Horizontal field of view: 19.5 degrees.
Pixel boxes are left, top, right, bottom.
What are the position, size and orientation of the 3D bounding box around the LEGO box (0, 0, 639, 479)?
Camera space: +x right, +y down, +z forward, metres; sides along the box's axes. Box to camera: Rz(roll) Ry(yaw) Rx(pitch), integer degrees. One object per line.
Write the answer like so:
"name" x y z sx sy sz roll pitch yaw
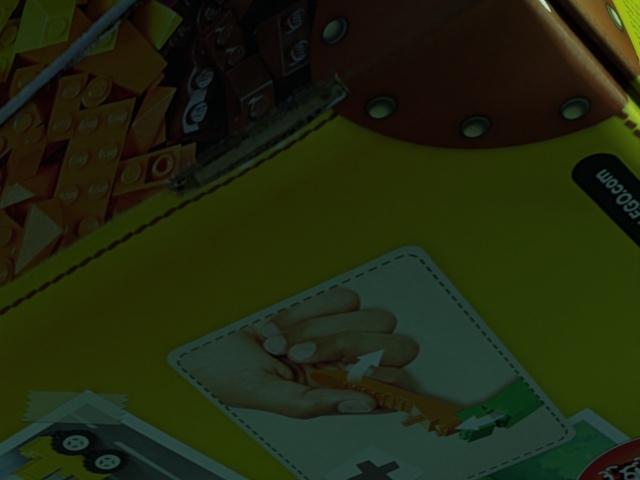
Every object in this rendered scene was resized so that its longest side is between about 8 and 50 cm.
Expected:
"LEGO box" 0.026 0.062 0.711 0.500 0.372 0.193 39 30 -43
